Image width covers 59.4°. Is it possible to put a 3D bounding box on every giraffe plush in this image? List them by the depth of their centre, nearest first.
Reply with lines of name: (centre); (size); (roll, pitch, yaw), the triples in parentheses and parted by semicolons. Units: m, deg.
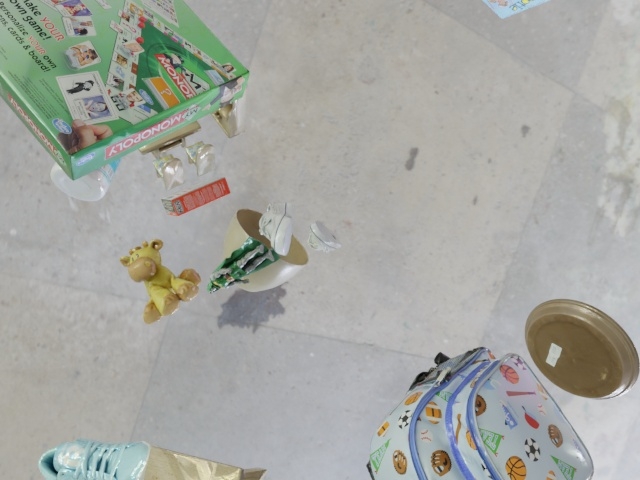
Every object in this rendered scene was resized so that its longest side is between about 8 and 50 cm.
giraffe plush: (-0.432, 0.089, 1.472); (0.181, 0.210, 0.170); (-36, 113, -11)

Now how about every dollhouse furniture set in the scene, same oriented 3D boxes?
dollhouse furniture set: (-0.118, 0.325, 0.654); (0.151, 0.123, 0.144); (36, 60, -60)
dollhouse furniture set: (-0.286, -0.269, 1.190); (0.242, 0.161, 0.212); (-29, 70, -22)

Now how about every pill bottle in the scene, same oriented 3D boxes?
pill bottle: (-0.620, -0.249, 1.546); (0.146, 0.146, 0.264); (33, 52, -29)

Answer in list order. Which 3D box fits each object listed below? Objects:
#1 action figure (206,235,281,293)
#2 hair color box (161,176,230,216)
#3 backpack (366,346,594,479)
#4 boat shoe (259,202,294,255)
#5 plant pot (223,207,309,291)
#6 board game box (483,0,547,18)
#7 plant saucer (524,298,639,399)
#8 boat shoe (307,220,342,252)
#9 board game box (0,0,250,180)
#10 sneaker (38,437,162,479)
action figure: (-0.245, 0.088, 1.640); (0.232, 0.063, 0.137); (-34, 131, 20)
hair color box: (-0.288, -0.103, 1.301); (0.141, 0.072, 0.043); (-27, 110, -28)
backpack: (0.207, 0.295, 0.751); (0.263, 0.213, 0.276); (-25, 71, -37)
boat shoe: (-0.113, -0.032, 1.402); (0.084, 0.258, 0.095); (6, 106, -2)
plant pot: (-0.208, 0.055, 1.836); (0.284, 0.284, 0.191); (29, 110, -29)
board game box: (0.447, -0.703, 1.394); (0.275, 0.144, 0.142); (19, 74, -40)
plant saucer: (0.617, 0.271, 1.357); (0.041, 0.278, 0.277); (-30, 116, -34)
boat shoe: (0.000, 0.000, 0.760); (0.035, 0.100, 0.035); (-34, 76, 8)
board game box: (-0.257, -0.232, 0.582); (0.213, 0.046, 0.317); (-36, 80, -32)
sneaker: (-0.498, 0.497, 1.221); (0.150, 0.366, 0.135); (39, 42, -34)
